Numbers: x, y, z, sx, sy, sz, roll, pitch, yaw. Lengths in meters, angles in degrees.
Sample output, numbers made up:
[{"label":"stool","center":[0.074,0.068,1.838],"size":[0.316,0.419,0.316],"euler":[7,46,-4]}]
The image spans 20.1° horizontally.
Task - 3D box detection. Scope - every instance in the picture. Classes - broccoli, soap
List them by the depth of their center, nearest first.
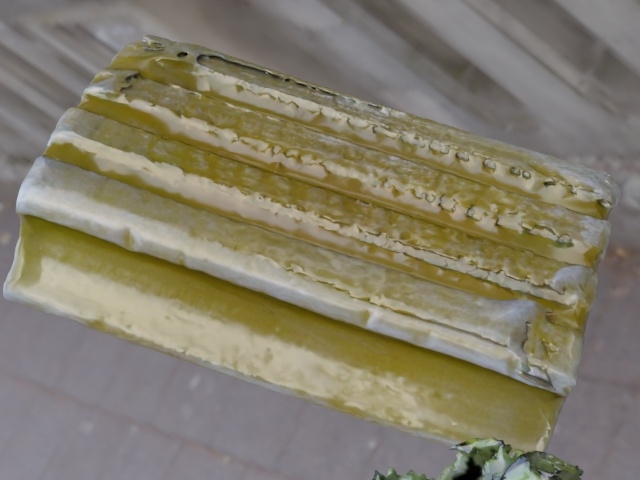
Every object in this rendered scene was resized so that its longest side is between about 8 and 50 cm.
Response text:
[{"label":"broccoli","center":[0.066,0.110,0.729],"size":[0.092,0.097,0.095],"euler":[-58,-1,34]},{"label":"soap","center":[0.000,0.000,0.900],"size":[0.173,0.274,0.089],"euler":[-66,-7,-51]}]
